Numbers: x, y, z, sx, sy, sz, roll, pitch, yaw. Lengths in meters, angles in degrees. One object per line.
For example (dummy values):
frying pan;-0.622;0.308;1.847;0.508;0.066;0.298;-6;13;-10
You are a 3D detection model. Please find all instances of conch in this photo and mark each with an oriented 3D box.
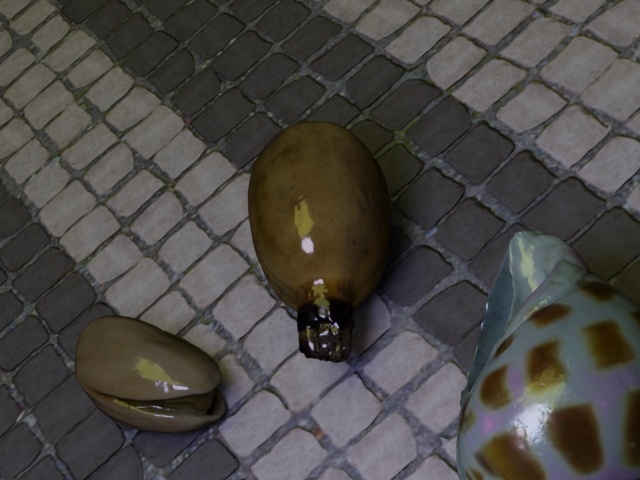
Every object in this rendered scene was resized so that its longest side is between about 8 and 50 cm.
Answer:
conch;0.222;0.172;1.456;0.368;0.197;0.249;-67;12;-25

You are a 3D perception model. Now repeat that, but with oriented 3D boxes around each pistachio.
pistachio;-0.204;0.157;1.824;0.226;0.136;0.136;19;65;37

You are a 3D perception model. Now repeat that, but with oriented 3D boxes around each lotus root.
lotus root;0.000;0.000;1.777;0.182;0.183;0.310;-20;46;19
